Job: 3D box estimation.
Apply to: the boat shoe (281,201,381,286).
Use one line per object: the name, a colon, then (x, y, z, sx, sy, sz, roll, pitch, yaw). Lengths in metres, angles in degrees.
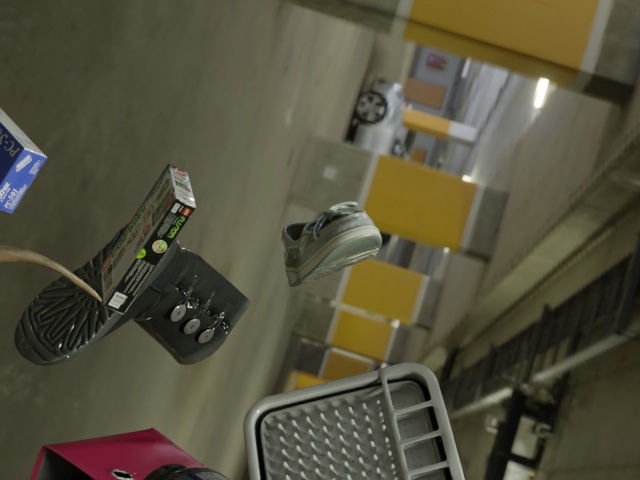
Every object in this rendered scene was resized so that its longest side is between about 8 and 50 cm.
boat shoe: (0.002, -0.001, 1.560, 0.320, 0.118, 0.103, 145, -75, -76)

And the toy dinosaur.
toy dinosaur: (-0.258, 0.011, 0.723, 0.112, 0.211, 0.064, 33, 55, -44)

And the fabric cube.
fabric cube: (-0.310, 0.480, 1.680, 0.258, 0.254, 0.259, 5, 108, -57)

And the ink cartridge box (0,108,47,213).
ink cartridge box: (-0.474, -0.134, 1.477, 0.097, 0.207, 0.046, -55, 144, 8)

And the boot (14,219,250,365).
boot: (-0.362, 0.162, 2.112, 0.367, 0.146, 0.445, -38, 157, -1)

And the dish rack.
dish rack: (0.052, 0.358, 1.683, 0.072, 0.332, 0.286, 75, 3, -51)

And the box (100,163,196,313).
box: (-0.260, -0.003, 1.553, 0.207, 0.036, 0.114, -53, -152, 19)

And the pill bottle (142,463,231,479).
pill bottle: (-0.120, 0.320, 1.133, 0.219, 0.122, 0.123, 11, -98, 56)
